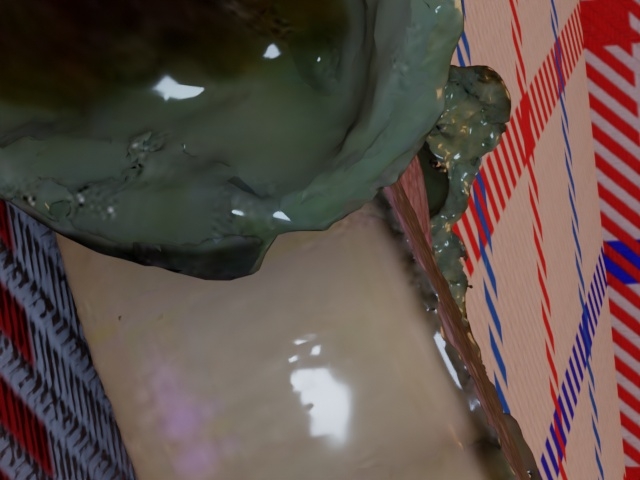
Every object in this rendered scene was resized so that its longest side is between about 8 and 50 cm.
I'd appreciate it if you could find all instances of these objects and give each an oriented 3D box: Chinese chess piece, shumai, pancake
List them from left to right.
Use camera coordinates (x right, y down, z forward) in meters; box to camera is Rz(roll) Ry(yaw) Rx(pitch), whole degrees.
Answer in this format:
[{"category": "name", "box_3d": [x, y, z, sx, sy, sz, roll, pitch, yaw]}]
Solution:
[{"category": "shumai", "box_3d": [-0.041, -0.131, 0.530, 0.292, 0.330, 0.288, 27, 77, -35]}, {"category": "Chinese chess piece", "box_3d": [0.003, 0.049, 0.671, 0.270, 0.112, 0.270, -24, 90, -87]}, {"category": "pancake", "box_3d": [0.063, 0.036, 1.021, 0.376, 0.054, 0.197, 91, -14, -57]}]

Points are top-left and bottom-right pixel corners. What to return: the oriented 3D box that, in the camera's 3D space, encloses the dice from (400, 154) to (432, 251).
[{"category": "dice", "box_3d": [0.000, 0.000, 0.874, 0.094, 0.093, 0.091, -65, 148, -66]}]
